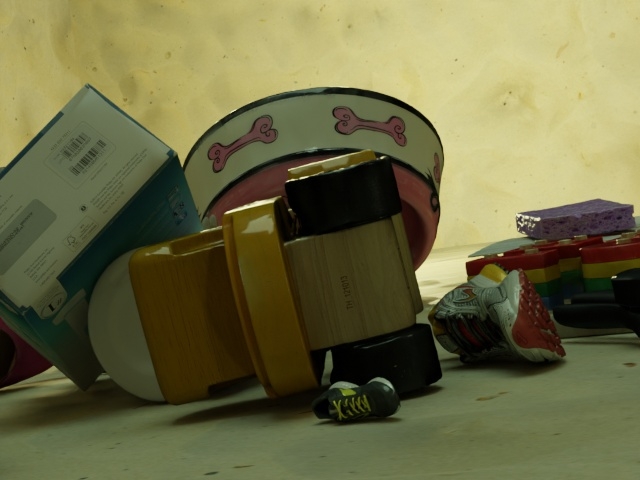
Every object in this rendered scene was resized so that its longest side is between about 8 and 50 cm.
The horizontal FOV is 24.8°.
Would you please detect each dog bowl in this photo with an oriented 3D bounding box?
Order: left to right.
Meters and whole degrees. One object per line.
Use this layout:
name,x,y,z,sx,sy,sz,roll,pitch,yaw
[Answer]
dog bowl,-0.003,-0.043,2.189,0.407,0.150,0.408,-6,-36,-4

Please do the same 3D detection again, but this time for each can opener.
can opener,0.281,0.060,1.340,0.059,0.073,0.186,-17,2,-21

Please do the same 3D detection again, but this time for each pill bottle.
pill bottle,-0.108,0.069,1.497,0.152,0.152,0.272,-8,2,23

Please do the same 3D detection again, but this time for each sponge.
sponge,0.319,-0.027,1.840,0.117,0.031,0.210,-9,4,0

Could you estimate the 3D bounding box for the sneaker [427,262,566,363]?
sneaker,0.156,0.081,1.320,0.092,0.088,0.225,-29,3,-5

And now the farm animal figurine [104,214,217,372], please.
farm animal figurine,-0.156,0.059,1.800,0.326,0.172,0.330,-9,1,-2

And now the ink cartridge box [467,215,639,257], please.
ink cartridge box,0.416,0.018,1.894,0.308,0.091,0.385,-7,3,35

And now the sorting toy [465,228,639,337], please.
sorting toy,0.294,0.041,1.549,0.255,0.089,0.257,-7,2,31

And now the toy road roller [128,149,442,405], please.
toy road roller,-0.034,0.041,1.310,0.240,0.203,0.329,-13,3,3

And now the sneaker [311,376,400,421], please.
sneaker,0.027,0.125,1.100,0.035,0.031,0.083,-27,8,-38

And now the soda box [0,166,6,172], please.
soda box,-0.459,0.037,2.118,0.091,0.286,0.098,-9,3,-38

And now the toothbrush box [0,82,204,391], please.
toothbrush box,-0.241,0.007,1.503,0.216,0.126,0.295,-49,-16,-13

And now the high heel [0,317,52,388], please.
high heel,-0.417,0.158,1.637,0.377,0.127,0.181,-4,27,-43
